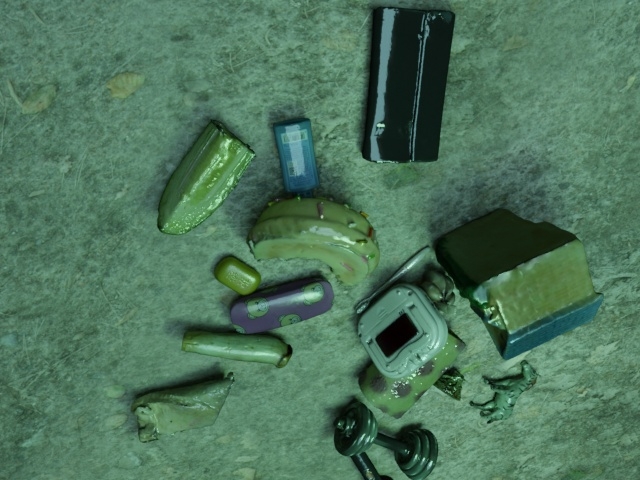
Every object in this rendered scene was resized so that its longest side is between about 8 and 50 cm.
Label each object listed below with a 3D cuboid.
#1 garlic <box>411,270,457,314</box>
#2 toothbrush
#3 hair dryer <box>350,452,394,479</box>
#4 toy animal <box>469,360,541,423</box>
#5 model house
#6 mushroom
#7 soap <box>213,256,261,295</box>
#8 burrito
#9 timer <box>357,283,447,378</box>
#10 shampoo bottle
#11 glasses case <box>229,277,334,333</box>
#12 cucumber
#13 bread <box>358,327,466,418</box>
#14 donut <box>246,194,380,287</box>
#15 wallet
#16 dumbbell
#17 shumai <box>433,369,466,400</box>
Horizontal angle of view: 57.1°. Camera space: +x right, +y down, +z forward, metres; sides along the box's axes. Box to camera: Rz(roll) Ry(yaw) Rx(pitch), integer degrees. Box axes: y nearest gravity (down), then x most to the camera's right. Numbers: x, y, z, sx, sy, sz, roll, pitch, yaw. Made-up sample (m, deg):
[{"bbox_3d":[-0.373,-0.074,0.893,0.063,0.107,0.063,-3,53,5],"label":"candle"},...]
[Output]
[{"bbox_3d":[0.364,0.166,1.793,0.127,0.194,0.131,-32,108,-7],"label":"garlic"},{"bbox_3d":[0.224,0.124,1.829,0.307,0.029,0.025,-42,106,6],"label":"toothbrush"},{"bbox_3d":[0.168,0.809,2.021,0.107,0.189,0.352,-32,100,0],"label":"hair dryer"},{"bbox_3d":[0.636,0.527,2.043,0.170,0.090,0.255,32,105,-24],"label":"toy animal"},{"bbox_3d":[0.558,0.139,1.713,0.335,0.382,0.342,-26,112,0],"label":"model house"},{"bbox_3d":[-0.245,0.318,1.766,0.333,0.107,0.087,10,92,-12],"label":"mushroom"},{"bbox_3d":[-0.241,0.106,1.717,0.140,0.045,0.089,34,106,-21],"label":"soap"},{"bbox_3d":[-0.410,0.516,1.814,0.348,0.107,0.175,-17,129,-3],"label":"burrito"},{"bbox_3d":[0.239,0.271,1.771,0.262,0.237,0.087,-45,149,23],"label":"timer"},{"bbox_3d":[-0.060,-0.202,1.625,0.104,0.061,0.258,-11,113,-6],"label":"shampoo bottle"},{"bbox_3d":[-0.113,0.196,1.759,0.316,0.076,0.123,-15,123,-6],"label":"glasses case"},{"bbox_3d":[-0.320,-0.158,1.571,0.145,0.105,0.325,25,106,-47],"label":"cucumber"},{"bbox_3d":[0.292,0.400,1.882,0.187,0.155,0.338,35,101,-25],"label":"bread"},{"bbox_3d":[-0.005,-0.005,1.611,0.371,0.307,0.150,18,64,-16],"label":"donut"},{"bbox_3d":[0.237,-0.415,1.602,0.228,0.062,0.406,-1,111,-11],"label":"wallet"},{"bbox_3d":[0.220,0.671,1.962,0.406,0.179,0.179,27,104,-19],"label":"dumbbell"},{"bbox_3d":[0.437,0.476,1.984,0.124,0.099,0.087,35,84,-23],"label":"shumai"}]
